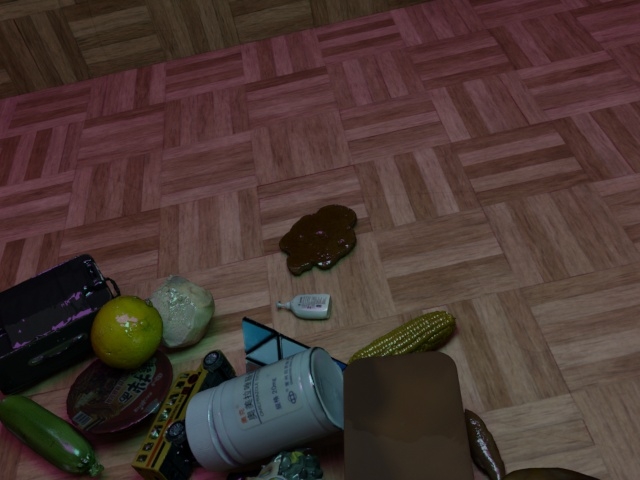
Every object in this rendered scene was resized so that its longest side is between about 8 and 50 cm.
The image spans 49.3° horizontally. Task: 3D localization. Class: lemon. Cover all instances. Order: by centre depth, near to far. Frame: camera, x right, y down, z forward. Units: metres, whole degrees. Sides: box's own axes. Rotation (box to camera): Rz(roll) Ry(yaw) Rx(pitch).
[{"bbox_3d":[-0.482,0.230,1.734,0.173,0.206,0.173,25,35,-19],"label":"lemon"}]

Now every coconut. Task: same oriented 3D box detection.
[{"bbox_3d":[-0.378,0.198,1.866,0.194,0.194,0.194,-7,44,7],"label":"coconut"}]

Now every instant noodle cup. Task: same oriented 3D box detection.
[{"bbox_3d":[-0.488,0.394,1.744,0.274,0.091,0.274,-7,38,6],"label":"instant noodle cup"}]

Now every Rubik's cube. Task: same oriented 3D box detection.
[{"bbox_3d":[-0.034,0.294,1.715,0.234,0.284,0.250,1,10,15],"label":"Rubik's cube"}]

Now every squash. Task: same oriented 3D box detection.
[{"bbox_3d":[-0.668,0.475,1.710,0.379,0.101,0.101,23,54,30],"label":"squash"}]

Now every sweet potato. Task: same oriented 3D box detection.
[{"bbox_3d":[0.354,0.457,1.510,0.068,0.060,0.206,-46,41,21],"label":"sweet potato"}]

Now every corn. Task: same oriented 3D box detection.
[{"bbox_3d":[0.202,0.258,1.715,0.313,0.102,0.102,-30,46,-16],"label":"corn"}]

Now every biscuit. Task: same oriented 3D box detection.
[{"bbox_3d":[0.000,0.000,2.069,0.208,0.041,0.290,21,54,32],"label":"biscuit"}]

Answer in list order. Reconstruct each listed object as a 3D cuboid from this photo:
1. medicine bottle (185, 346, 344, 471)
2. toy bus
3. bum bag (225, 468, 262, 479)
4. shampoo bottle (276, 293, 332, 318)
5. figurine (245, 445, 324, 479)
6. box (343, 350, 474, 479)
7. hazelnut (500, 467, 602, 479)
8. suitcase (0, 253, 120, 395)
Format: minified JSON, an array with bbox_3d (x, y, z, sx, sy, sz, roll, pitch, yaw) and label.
[{"bbox_3d":[-0.118,0.376,1.539,0.332,0.190,0.190,-24,41,18],"label":"medicine bottle"},{"bbox_3d":[-0.314,0.421,1.664,0.123,0.121,0.335,-4,43,29],"label":"toy bus"},{"bbox_3d":[-0.152,0.537,1.564,0.124,0.034,0.058,-10,32,2],"label":"bum bag"},{"bbox_3d":[-0.048,0.178,1.896,0.152,0.045,0.077,0,47,11],"label":"shampoo bottle"},{"bbox_3d":[-0.137,0.555,1.394,0.382,0.261,0.186,-25,85,-36],"label":"figurine"},{"bbox_3d":[0.180,0.440,1.442,0.239,0.229,0.339,-6,44,7],"label":"box"},{"bbox_3d":[0.445,0.562,1.190,0.366,0.366,0.366,-7,44,7],"label":"hazelnut"},{"bbox_3d":[-0.754,0.230,1.908,0.434,0.194,0.283,-29,46,-16],"label":"suitcase"}]
